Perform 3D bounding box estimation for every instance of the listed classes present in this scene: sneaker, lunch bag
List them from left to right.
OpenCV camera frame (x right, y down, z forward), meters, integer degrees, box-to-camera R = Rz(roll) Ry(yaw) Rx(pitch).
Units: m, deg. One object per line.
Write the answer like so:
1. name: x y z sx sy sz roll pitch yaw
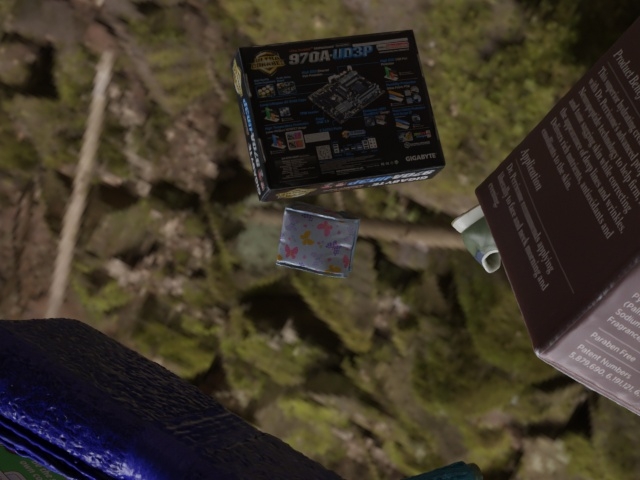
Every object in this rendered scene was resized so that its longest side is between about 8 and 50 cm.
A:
1. lunch bag: 0.000 0.000 1.455 0.083 0.071 0.053 12 -166 17
2. sneaker: 0.242 -0.025 1.570 0.064 0.192 0.086 -20 -100 -40

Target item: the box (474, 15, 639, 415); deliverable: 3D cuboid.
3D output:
1. box: 0.229 -0.015 0.766 0.167 0.203 0.168 30 -153 -26

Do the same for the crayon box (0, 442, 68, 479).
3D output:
1. crayon box: -0.380 0.261 1.236 0.313 0.106 0.363 -4 -155 -42

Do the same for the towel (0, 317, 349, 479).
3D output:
1. towel: -0.114 0.162 0.984 0.308 0.076 0.227 30 -177 13

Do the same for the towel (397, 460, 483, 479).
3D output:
1. towel: -0.012 0.367 1.404 0.370 0.271 0.040 -7 -141 -26

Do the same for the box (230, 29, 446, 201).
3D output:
1. box: 0.020 -0.146 1.517 0.220 0.175 0.051 -9 167 -17
